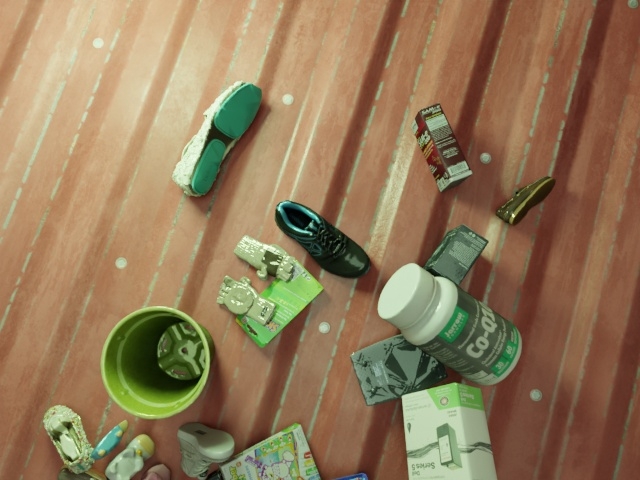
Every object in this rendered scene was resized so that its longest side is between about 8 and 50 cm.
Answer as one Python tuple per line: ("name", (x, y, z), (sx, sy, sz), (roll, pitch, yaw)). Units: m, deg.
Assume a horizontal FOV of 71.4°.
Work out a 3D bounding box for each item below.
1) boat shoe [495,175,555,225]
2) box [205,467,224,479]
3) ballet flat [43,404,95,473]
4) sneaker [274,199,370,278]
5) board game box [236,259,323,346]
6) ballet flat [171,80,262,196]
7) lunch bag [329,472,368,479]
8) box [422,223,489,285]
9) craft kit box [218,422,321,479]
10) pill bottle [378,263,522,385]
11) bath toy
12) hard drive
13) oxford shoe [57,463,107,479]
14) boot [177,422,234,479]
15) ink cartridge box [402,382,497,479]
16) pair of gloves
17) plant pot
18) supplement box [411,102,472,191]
("boat shoe", (0.634, -0.134, 1.379), (0.207, 0.073, 0.073), (-38, 44, -10))
("box", (-0.289, 0.711, 1.281), (0.052, 0.062, 0.083), (-29, 83, -2))
("ballet flat", (-0.718, 0.549, 1.260), (0.241, 0.077, 0.091), (36, 62, 26))
("sneaker", (0.000, 0.000, 1.330), (0.341, 0.139, 0.125), (33, 82, 3))
("board game box", (-0.124, 0.193, 1.359), (0.259, 0.039, 0.124), (-44, 83, -8))
("ballet flat", (-0.338, -0.331, 1.384), (0.147, 0.147, 0.408), (29, 83, 4))
("lunch bag", (0.008, 0.781, 1.187), (0.293, 0.138, 0.220), (1, 89, -17))
("box", (0.392, 0.048, 1.313), (0.093, 0.156, 0.158), (35, 85, 5))
("craft kit box", (-0.125, 0.686, 1.243), (0.247, 0.061, 0.249), (-19, 83, -23))
("pill bottle", (0.349, 0.228, 1.221), (0.361, 0.204, 0.204), (33, 84, -14))
("bath toy", (-0.493, 0.681, 1.257), (0.348, 0.129, 0.151), (50, 42, 2))
("hard drive", (0.230, 0.372, 1.325), (0.255, 0.054, 0.171), (-19, 84, -3))
("oxford shoe", (-0.606, 0.763, 1.220), (0.364, 0.133, 0.130), (40, 121, 6))
("boot", (-0.314, 0.595, 1.228), (0.095, 0.258, 0.123), (-3, 87, -39))
("ink cartridge box", (0.335, 0.539, 1.176), (0.115, 0.198, 0.272), (23, 51, -31))
("pair of gloves", (-0.194, 0.117, 1.351), (0.204, 0.042, 0.240), (19, 79, 19))
("plant pot", (-0.410, 0.320, 1.235), (0.276, 0.254, 0.275), (0, 83, 1))
("supplement box", (0.367, -0.282, 1.368), (0.073, 0.130, 0.239), (-22, 82, -2))
